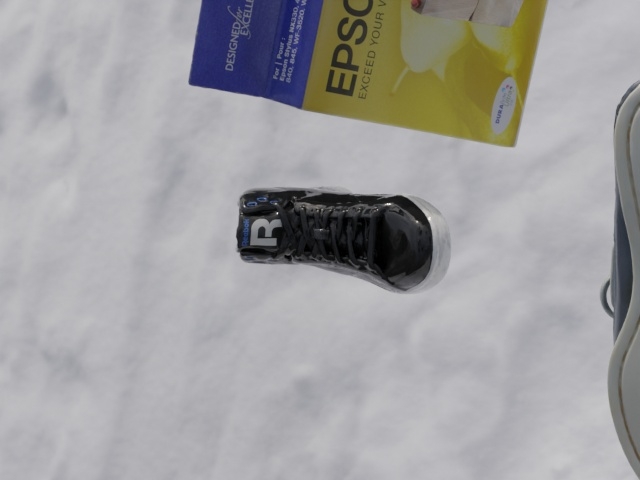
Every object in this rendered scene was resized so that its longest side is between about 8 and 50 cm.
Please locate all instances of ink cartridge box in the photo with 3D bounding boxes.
[{"bbox_3d":[0.065,-0.253,0.854,0.072,0.307,0.304,32,114,61],"label":"ink cartridge box"}]

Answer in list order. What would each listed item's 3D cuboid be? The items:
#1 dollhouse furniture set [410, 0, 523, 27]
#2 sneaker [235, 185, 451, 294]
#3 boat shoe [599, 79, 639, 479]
[{"bbox_3d":[0.096,-0.266,0.692,0.129,0.129,0.184,40,119,28],"label":"dollhouse furniture set"},{"bbox_3d":[0.000,0.000,0.777,0.217,0.121,0.079,-164,73,-63],"label":"sneaker"},{"bbox_3d":[0.211,0.027,0.579,0.095,0.079,0.255,-7,100,22],"label":"boat shoe"}]
